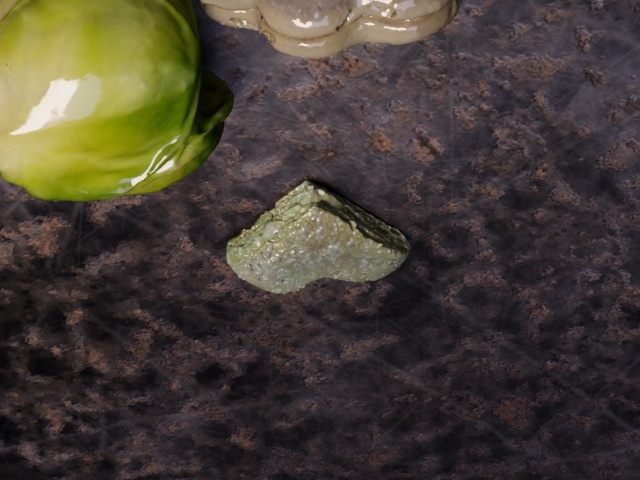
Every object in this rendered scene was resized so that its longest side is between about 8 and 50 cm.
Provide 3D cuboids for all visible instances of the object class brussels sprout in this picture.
[{"bbox_3d":[-0.230,-0.168,1.522,0.294,0.227,0.259,-16,131,-26],"label":"brussels sprout"}]

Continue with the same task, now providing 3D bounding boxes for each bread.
[{"bbox_3d":[0.037,-0.266,1.482,0.337,0.183,0.102,-10,141,4],"label":"bread"},{"bbox_3d":[0.000,0.000,1.805,0.232,0.064,0.172,-4,135,-5],"label":"bread"}]
